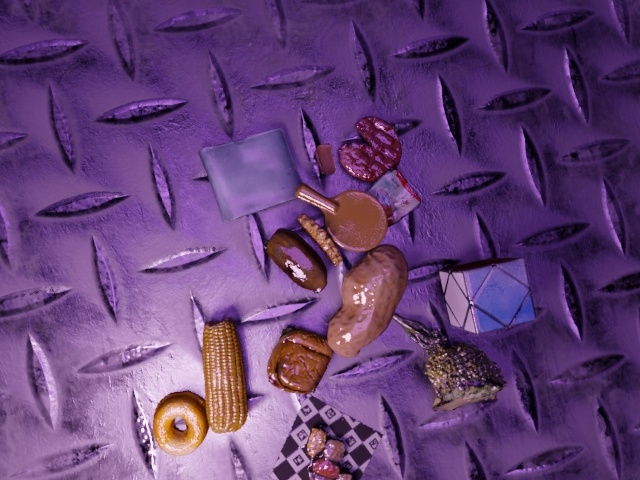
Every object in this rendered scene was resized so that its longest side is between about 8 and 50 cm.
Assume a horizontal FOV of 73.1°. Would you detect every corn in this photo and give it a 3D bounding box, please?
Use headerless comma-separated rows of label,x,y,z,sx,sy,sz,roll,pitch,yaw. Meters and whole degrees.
corn,-0.297,0.412,1.328,0.131,0.131,0.343,-7,88,-7

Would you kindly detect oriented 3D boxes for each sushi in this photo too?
sushi,0.023,0.695,1.388,0.294,0.059,0.291,27,85,-4

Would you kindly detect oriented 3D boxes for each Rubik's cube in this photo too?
Rubik's cube,0.532,0.173,1.393,0.206,0.207,0.204,-12,88,-8

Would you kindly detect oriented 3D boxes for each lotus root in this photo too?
lotus root,-0.072,0.061,1.368,0.241,0.124,0.123,42,94,-3

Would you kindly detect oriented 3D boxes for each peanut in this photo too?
peanut,0.147,0.188,1.363,0.192,0.170,0.386,27,86,-20

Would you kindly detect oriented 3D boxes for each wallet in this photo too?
wallet,-0.218,-0.215,1.398,0.291,0.054,0.251,-20,92,-9

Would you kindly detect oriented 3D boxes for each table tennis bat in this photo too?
table tennis bat,0.065,-0.091,1.379,0.321,0.050,0.198,28,80,-1

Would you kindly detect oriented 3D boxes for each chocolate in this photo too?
chocolate,0.016,-0.269,1.438,0.065,0.031,0.100,-19,94,-25

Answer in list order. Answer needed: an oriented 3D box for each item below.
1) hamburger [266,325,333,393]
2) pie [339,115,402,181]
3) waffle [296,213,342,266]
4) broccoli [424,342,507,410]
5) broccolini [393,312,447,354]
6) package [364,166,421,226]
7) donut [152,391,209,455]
hamburger,-0.065,0.385,1.356,0.183,0.130,0.205,25,83,-8
pie,0.168,-0.301,1.448,0.219,0.054,0.204,-42,93,-9
waffle,0.000,0.000,1.401,0.046,0.161,0.192,-40,122,-10
broccoli,0.445,0.431,1.400,0.243,0.273,0.180,9,54,-18
broccolini,0.328,0.313,1.435,0.203,0.068,0.091,29,105,-4
package,0.207,-0.114,1.432,0.232,0.040,0.166,-38,103,2
donut,-0.434,0.570,1.330,0.175,0.074,0.190,4,88,-7
